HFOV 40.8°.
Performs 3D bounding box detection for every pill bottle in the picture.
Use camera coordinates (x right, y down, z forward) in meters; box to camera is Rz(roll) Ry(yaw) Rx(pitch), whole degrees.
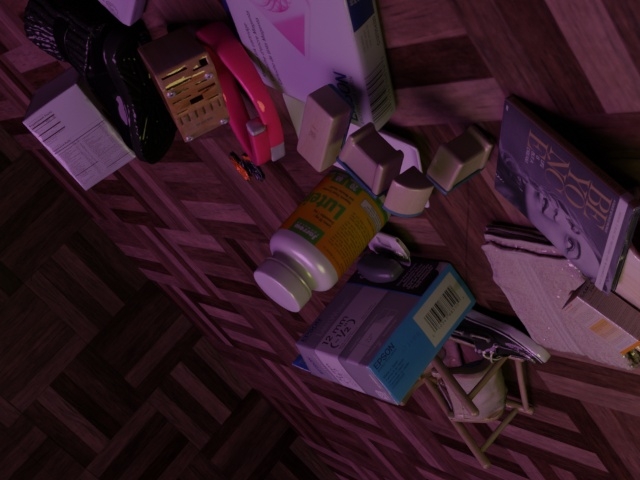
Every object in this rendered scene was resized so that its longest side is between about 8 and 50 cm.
[{"bbox_3d":[0.000,0.000,1.483,0.136,0.245,0.136,35,159,16],"label":"pill bottle"}]

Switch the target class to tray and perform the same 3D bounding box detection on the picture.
[{"bbox_3d":[0.062,-0.154,1.372,0.270,0.030,0.145,28,157,31],"label":"tray"}]

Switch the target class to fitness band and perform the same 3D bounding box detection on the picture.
[{"bbox_3d":[-0.133,-0.234,1.403,0.209,0.054,0.291,58,171,13],"label":"fitness band"}]

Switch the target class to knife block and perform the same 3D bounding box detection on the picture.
[{"bbox_3d":[-0.244,-0.298,1.407,0.242,0.088,0.275,60,173,16],"label":"knife block"}]

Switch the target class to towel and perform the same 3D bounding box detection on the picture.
[{"bbox_3d":[0.364,0.090,1.311,0.187,0.049,0.282,14,147,52],"label":"towel"}]

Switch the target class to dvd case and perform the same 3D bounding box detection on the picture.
[{"bbox_3d":[0.293,-0.055,1.053,0.221,0.018,0.164,50,160,34],"label":"dvd case"}]

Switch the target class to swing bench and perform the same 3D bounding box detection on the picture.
[{"bbox_3d":[0.267,0.274,1.704,0.255,0.165,0.253,33,160,34],"label":"swing bench"}]

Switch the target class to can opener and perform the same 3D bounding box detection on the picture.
[{"bbox_3d":[0.051,0.003,1.617,0.283,0.095,0.076,20,150,44],"label":"can opener"}]

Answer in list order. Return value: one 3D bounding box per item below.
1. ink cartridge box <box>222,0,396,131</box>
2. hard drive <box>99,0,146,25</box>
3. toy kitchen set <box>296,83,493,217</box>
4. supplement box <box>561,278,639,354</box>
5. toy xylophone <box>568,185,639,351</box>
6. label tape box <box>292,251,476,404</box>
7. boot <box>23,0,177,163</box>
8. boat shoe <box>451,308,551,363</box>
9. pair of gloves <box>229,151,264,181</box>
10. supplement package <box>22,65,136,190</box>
[{"bbox_3d":[-0.062,-0.327,1.185,0.330,0.071,0.324,27,156,30],"label":"ink cartridge box"},{"bbox_3d":[-0.363,-0.508,1.376,0.233,0.047,0.353,43,160,-5],"label":"hard drive"},{"bbox_3d":[0.100,-0.131,1.187,0.207,0.166,0.122,47,152,18],"label":"toy kitchen set"},{"bbox_3d":[0.367,0.097,1.100,0.098,0.036,0.062,37,162,9],"label":"supplement box"},{"bbox_3d":[0.450,0.078,1.083,0.323,0.081,0.236,43,161,-5],"label":"toy xylophone"},{"bbox_3d":[0.086,0.148,1.628,0.348,0.249,0.115,10,143,55],"label":"label tape box"},{"bbox_3d":[-0.436,-0.330,1.737,0.260,0.131,0.348,23,143,25],"label":"boot"},{"bbox_3d":[0.310,0.182,1.536,0.219,0.070,0.078,24,167,49],"label":"boat shoe"},{"bbox_3d":[-0.153,-0.153,1.781,0.083,0.010,0.074,10,143,49],"label":"pair of gloves"},{"bbox_3d":[-0.524,-0.262,1.912,0.203,0.149,0.194,52,-170,-29],"label":"supplement package"}]
